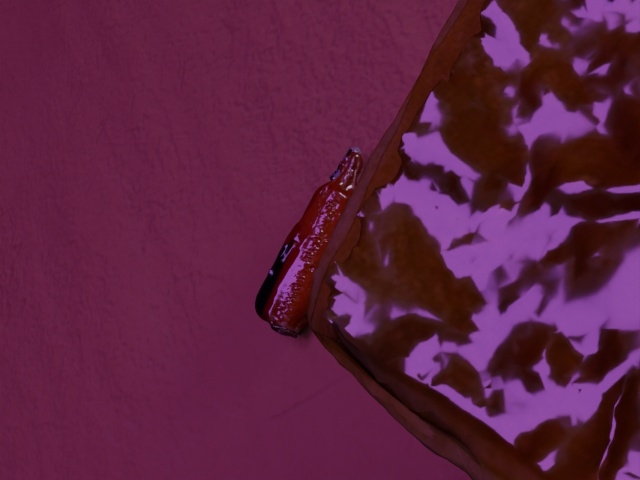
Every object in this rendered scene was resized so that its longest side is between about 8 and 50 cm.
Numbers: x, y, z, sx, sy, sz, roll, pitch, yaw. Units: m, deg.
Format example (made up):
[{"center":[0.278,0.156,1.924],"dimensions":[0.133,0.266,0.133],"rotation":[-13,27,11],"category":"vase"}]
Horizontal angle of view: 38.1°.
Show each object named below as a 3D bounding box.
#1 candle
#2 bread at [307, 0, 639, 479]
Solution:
[{"center":[0.000,0.000,0.748],"dimensions":[0.053,0.048,0.162],"rotation":[24,87,10],"category":"candle"},{"center":[0.201,0.027,0.460],"dimensions":[0.370,0.191,0.314],"rotation":[29,86,32],"category":"bread"}]
